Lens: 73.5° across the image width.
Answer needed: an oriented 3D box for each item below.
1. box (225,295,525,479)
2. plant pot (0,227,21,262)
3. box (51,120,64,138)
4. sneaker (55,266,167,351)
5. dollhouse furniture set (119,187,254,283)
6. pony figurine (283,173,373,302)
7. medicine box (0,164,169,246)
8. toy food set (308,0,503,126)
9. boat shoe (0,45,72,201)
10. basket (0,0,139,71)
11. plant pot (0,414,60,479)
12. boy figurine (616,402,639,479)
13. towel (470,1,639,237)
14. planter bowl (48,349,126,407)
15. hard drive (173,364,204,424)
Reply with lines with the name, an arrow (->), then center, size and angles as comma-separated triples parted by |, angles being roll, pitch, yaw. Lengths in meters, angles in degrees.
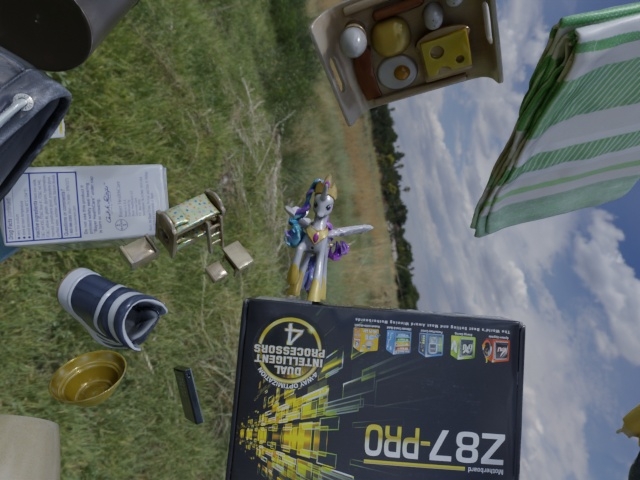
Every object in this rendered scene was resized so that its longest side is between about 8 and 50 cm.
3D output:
box -> 0.074, 0.253, 0.613 | 0.097, 0.395, 0.318 | 99, -3, -86
plant pot -> -0.822, 0.001, 0.829 | 0.252, 0.248, 0.247 | -94, 172, -59
box -> -0.688, -0.273, 0.940 | 0.244, 0.060, 0.100 | -41, 145, -65
sneaker -> -0.350, 0.159, 0.801 | 0.282, 0.153, 0.099 | 85, 27, -59
dollhouse furniture set -> -0.238, 0.018, 0.781 | 0.161, 0.182, 0.101 | 49, -35, 12
pony figurine -> 0.000, 0.000, 1.325 | 0.351, 0.303, 0.363 | 27, 75, -83
medicine box -> -0.486, -0.063, 0.932 | 0.263, 0.289, 0.149 | 169, -84, -68
toy food set -> 0.158, -0.339, 0.775 | 0.219, 0.306, 0.092 | 59, 31, -42
boat shoe -> -0.268, 0.008, 0.268 | 0.301, 0.102, 0.108 | -65, -161, -14
basket -> -0.357, -0.347, 0.583 | 0.204, 0.154, 0.227 | 26, 41, -38
plant pot -> -0.561, 0.452, 0.727 | 0.256, 0.256, 0.274 | 66, 22, -54
boy figurine -> 0.572, 0.323, 0.667 | 0.177, 0.092, 0.285 | 31, -58, 50
towel -> 0.318, -0.118, 0.482 | 0.325, 0.248, 0.038 | 81, -6, -60
planter bowl -> -0.714, 0.451, 1.340 | 0.217, 0.217, 0.090 | -84, 175, -63
hard drive -> -0.332, 0.385, 1.074 | 0.094, 0.022, 0.135 | -16, -93, 54
